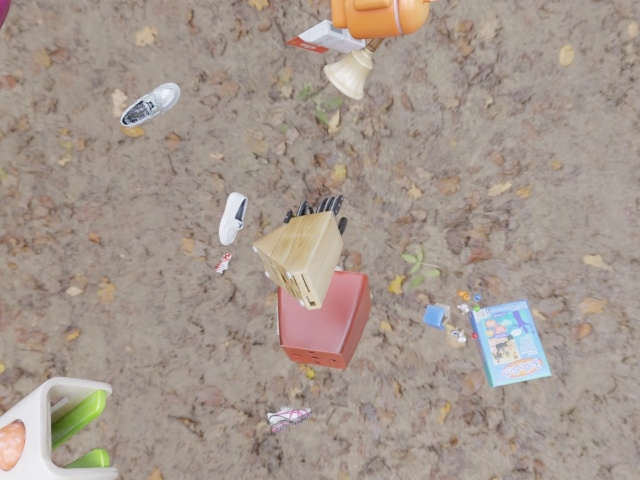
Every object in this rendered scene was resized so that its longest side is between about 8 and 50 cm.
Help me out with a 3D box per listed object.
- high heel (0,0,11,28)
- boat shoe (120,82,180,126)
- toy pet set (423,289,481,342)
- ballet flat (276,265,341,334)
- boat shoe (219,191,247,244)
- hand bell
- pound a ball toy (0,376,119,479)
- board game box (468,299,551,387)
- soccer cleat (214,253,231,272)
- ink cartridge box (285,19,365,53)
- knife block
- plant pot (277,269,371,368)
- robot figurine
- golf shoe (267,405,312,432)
[{"bbox_3d":[-0.536,-0.187,0.703,0.377,0.127,0.181,-43,96,5],"label":"high heel"},{"bbox_3d":[-0.567,-0.445,1.652,0.227,0.081,0.079,-31,112,6],"label":"boat shoe"},{"bbox_3d":[0.305,0.180,1.157,0.114,0.065,0.122,13,119,35],"label":"toy pet set"},{"bbox_3d":[-0.078,0.201,1.836,0.139,0.139,0.400,46,122,4],"label":"ballet flat"},{"bbox_3d":[-0.285,-0.067,1.657,0.063,0.066,0.184,21,96,29],"label":"boat shoe"},{"bbox_3d":[0.127,-0.475,1.198,0.126,0.126,0.242,46,124,4],"label":"hand bell"},{"bbox_3d":[-0.372,0.316,0.616,0.319,0.136,0.208,-35,54,20],"label":"pound a ball toy"},{"bbox_3d":[0.515,0.281,1.357,0.160,0.047,0.210,-11,70,0],"label":"board game box"},{"bbox_3d":[-0.318,0.076,1.649,0.036,0.029,0.083,33,111,-30],"label":"soccer cleat"},{"bbox_3d":[0.015,-0.712,1.797,0.232,0.189,0.066,-9,85,48],"label":"ink cartridge box"},{"bbox_3d":[0.000,0.000,1.005,0.242,0.276,0.088,-32,119,-18],"label":"knife block"},{"bbox_3d":[0.003,0.246,1.511,0.267,0.267,0.235,5,62,12],"label":"plant pot"},{"bbox_3d":[0.134,-0.497,1.047,0.219,0.158,0.128,5,73,23],"label":"robot figurine"},{"bbox_3d":[-0.114,0.662,1.888,0.086,0.186,0.067,59,135,31],"label":"golf shoe"}]
